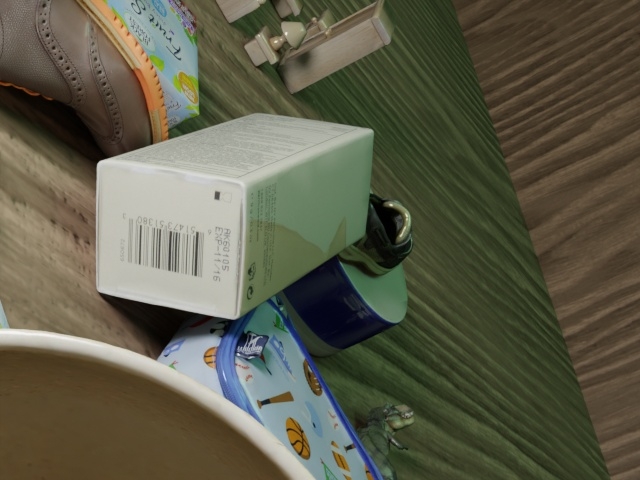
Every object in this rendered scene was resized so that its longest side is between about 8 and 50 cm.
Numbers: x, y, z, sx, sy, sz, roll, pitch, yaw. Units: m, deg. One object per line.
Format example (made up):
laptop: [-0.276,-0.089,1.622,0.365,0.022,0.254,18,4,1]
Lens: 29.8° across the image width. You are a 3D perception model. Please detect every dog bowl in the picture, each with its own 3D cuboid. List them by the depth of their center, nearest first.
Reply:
dog bowl: [0.000,0.000,1.451,0.265,0.104,0.265,53,22,-32]

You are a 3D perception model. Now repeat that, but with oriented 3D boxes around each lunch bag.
lunch bag: [-0.037,0.189,1.103,0.303,0.115,0.243,62,16,-11]

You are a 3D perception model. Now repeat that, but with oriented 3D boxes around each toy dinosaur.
toy dinosaur: [0.063,0.268,1.360,0.118,0.064,0.268,59,20,2]

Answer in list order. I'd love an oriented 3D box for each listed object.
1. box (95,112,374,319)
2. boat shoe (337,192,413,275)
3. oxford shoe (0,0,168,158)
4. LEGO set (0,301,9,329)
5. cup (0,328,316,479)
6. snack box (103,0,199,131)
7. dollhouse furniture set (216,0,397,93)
box: [-0.069,-0.035,1.132,0.311,0.148,0.121,-29,125,-63]
boat shoe: [0.071,-0.011,1.372,0.223,0.073,0.080,14,56,-65]
oxford shoe: [-0.243,-0.173,1.031,0.130,0.133,0.363,34,-20,39]
LEGO set: [-0.279,-0.042,0.825,0.244,0.060,0.182,69,15,13]
cup: [-0.134,0.219,0.557,0.237,0.331,0.331,107,-39,-78]
snack box: [-0.209,-0.232,1.230,0.207,0.070,0.174,47,25,-39]
dollhouse furniture set: [-0.048,-0.420,1.747,0.355,0.174,0.303,59,19,-18]
